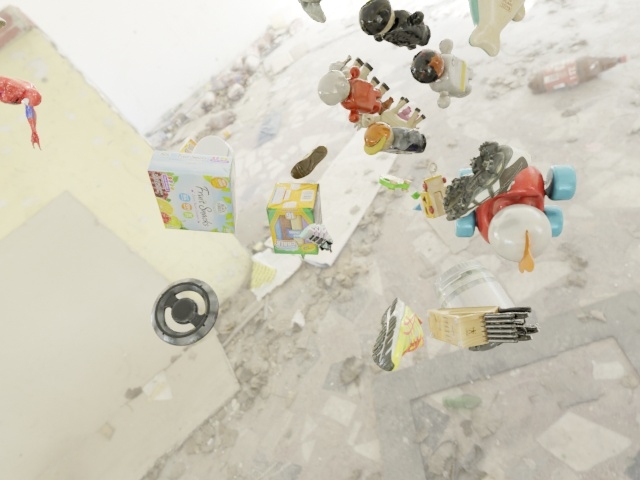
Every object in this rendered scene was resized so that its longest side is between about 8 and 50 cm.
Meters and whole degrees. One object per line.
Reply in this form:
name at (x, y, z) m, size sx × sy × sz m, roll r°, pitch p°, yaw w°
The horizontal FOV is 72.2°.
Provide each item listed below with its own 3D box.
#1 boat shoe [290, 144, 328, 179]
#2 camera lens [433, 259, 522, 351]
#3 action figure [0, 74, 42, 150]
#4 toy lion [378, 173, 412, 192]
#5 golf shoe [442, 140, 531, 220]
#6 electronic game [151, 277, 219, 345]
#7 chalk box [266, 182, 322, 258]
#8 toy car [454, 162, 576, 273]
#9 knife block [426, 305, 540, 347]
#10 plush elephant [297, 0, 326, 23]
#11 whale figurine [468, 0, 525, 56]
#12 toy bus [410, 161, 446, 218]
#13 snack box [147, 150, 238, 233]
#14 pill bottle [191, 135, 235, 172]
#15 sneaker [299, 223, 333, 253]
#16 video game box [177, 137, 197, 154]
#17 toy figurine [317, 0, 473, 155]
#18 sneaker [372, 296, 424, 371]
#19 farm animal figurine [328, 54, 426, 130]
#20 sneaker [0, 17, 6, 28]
boat shoe at (-0.029, -0.227, 1.277) m, size 0.135 × 0.050 × 0.045 m, roll -34°, pitch 10°, yaw 21°
camera lens at (0.551, 0.234, 1.549) m, size 0.219 × 0.219 × 0.274 m, roll -30°, pitch 57°, yaw 10°
action figure at (-0.638, -0.250, 0.833) m, size 0.281 × 0.138 × 0.091 m, roll 10°, pitch 12°, yaw 18°
toy lion at (0.201, -0.167, 1.244) m, size 0.096 × 0.100 × 0.034 m, roll 34°, pitch 119°, yaw 40°
golf shoe at (0.288, -0.091, 0.772) m, size 0.094 × 0.198 × 0.077 m, roll 2°, pitch 65°, yaw -14°
electronic game at (-0.447, 0.233, 1.448) m, size 0.230 × 0.048 × 0.229 m, roll -3°, pitch 66°, yaw 7°
chalk box at (-0.067, -0.044, 1.262) m, size 0.132 × 0.213 × 0.132 m, roll 2°, pitch 40°, yaw 7°
toy car at (0.393, -0.020, 0.888) m, size 0.219 × 0.210 × 0.237 m, roll 1°, pitch 47°, yaw 13°
knife block at (0.479, 0.241, 1.287) m, size 0.242 × 0.088 × 0.276 m, roll -7°, pitch -2°, yaw -14°
plush elephant at (-0.004, -0.656, 0.967) m, size 0.330 × 0.272 × 0.255 m, roll -14°, pitch 87°, yaw 20°
whale figurine at (0.454, -0.638, 1.181) m, size 0.141 × 0.216 × 0.271 m, roll 24°, pitch 102°, yaw 61°
toy bus at (0.460, -0.189, 1.799) m, size 0.202 × 0.191 × 0.104 m, roll -62°, pitch 14°, yaw -1°
snack box at (-0.286, -0.106, 1.018) m, size 0.175 × 0.207 × 0.070 m, roll 5°, pitch 55°, yaw -5°
pill bottle at (-0.303, -0.214, 1.257) m, size 0.117 × 0.117 × 0.215 m, roll -51°, pitch -2°, yaw -16°
sneaker at (0.000, 0.000, 0.912) m, size 0.038 × 0.098 × 0.069 m, roll -41°, pitch 77°, yaw 27°
video game box at (-0.446, -0.229, 1.574) m, size 0.187 × 0.205 × 0.048 m, roll -55°, pitch 27°, yaw -10°
toy figurine at (0.118, -0.261, 0.727) m, size 0.213 × 0.148 × 0.209 m, roll -50°, pitch 58°, yaw 34°
sneaker at (0.171, 0.198, 0.896) m, size 0.081 × 0.094 × 0.208 m, roll -56°, pitch -1°, yaw 32°
farm animal figurine at (0.162, -0.447, 1.456) m, size 0.172 × 0.327 × 0.330 m, roll -47°, pitch 25°, yaw 11°
sneaker at (-0.822, -0.560, 1.099) m, size 0.032 × 0.037 × 0.083 m, roll -37°, pitch 13°, yaw -6°
